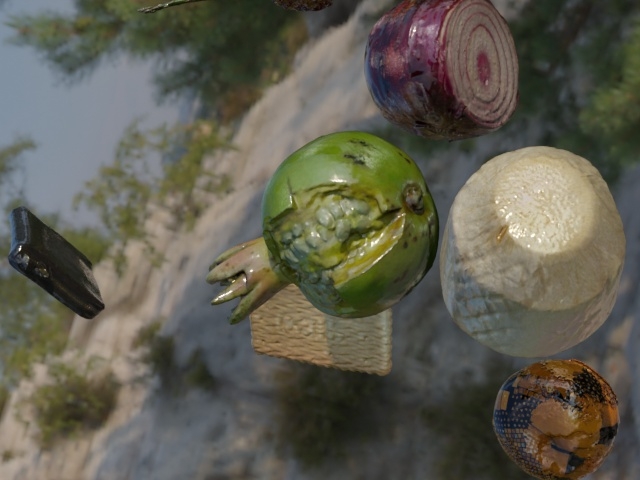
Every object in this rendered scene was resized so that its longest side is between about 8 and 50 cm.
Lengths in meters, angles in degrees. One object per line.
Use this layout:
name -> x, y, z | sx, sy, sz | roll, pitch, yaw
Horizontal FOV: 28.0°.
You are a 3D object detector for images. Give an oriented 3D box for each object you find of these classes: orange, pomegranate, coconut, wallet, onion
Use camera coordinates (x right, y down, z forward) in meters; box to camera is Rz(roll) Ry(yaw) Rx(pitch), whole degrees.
orange -> 0.431, 0.326, 2.345 | 0.182, 0.234, 0.234 | -56, -10, -55
pomegranate -> 0.000, 0.000, 1.580 | 0.302, 0.236, 0.236 | -28, 28, 22
coconut -> 0.318, 0.021, 1.947 | 0.329, 0.328, 0.329 | -163, 90, -83
wallet -> -0.358, 0.031, 1.724 | 0.044, 0.149, 0.250 | -49, 21, 1
onion -> 0.209, -0.331, 2.436 | 0.336, 0.260, 0.282 | 4, -92, -53

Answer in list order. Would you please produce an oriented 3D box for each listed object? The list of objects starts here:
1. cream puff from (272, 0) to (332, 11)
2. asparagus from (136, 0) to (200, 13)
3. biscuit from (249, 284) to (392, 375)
cream puff -> -0.027, -0.355, 1.579 | 0.084, 0.149, 0.149 | -4, -65, -61
asparagus -> -0.260, -0.440, 2.376 | 0.016, 0.162, 0.016 | 120, 132, -70
biscuit -> -0.001, 0.135, 2.104 | 0.030, 0.249, 0.160 | -50, -37, -57
